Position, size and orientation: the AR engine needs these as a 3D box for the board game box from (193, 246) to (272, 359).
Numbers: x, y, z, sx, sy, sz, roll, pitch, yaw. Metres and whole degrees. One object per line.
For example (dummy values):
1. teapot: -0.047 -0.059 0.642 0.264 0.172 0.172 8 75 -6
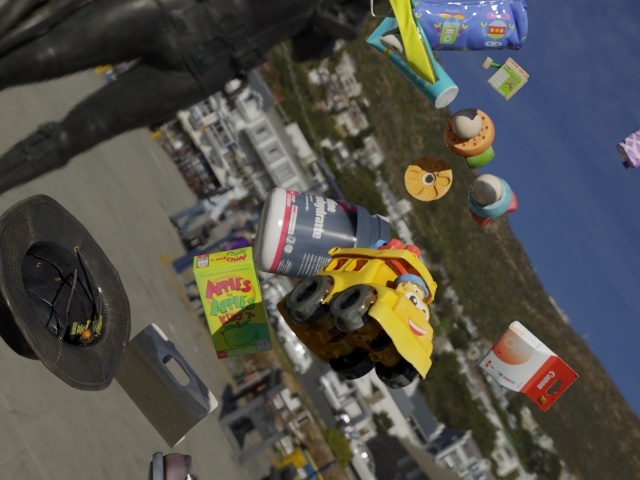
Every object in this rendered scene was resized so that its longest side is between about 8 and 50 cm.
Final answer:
1. board game box: -0.137 0.102 1.283 0.043 0.092 0.181 -99 179 -56

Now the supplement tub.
1. supplement tub: 0.000 0.000 1.785 0.191 0.272 0.191 -168 -90 -79

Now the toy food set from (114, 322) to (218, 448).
1. toy food set: -0.338 0.320 1.757 0.220 0.092 0.306 49 -32 6

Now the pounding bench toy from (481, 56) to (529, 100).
1. pounding bench toy: 0.340 -0.313 1.502 0.083 0.052 0.065 43 27 -2

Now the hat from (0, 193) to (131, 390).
1. hat: -0.445 0.096 1.284 0.331 0.133 0.332 -17 90 -74

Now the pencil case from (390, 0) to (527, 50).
1. pencil case: 0.298 -0.470 1.725 0.133 0.305 0.119 98 -16 -48

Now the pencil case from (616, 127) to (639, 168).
1. pencil case: 0.855 -0.263 2.037 0.086 0.206 0.088 64 13 23

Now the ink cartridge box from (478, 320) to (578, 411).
1. ink cartridge box: 0.461 0.290 1.804 0.179 0.045 0.145 44 -49 20

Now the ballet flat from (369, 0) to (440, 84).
1. ballet flat: 0.123 -0.347 1.261 0.077 0.077 0.231 -86 159 -65

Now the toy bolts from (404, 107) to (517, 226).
1. toy bolts: 0.283 -0.135 1.625 0.229 0.218 0.158 61 8 19

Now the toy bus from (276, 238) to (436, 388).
1. toy bus: 0.084 0.077 1.112 0.220 0.211 0.149 1 -46 53

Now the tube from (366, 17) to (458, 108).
1. tube: 0.169 -0.329 1.469 0.207 0.080 0.052 54 18 24

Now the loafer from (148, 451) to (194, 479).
1. loafer: -0.122 0.349 0.823 0.109 0.095 0.303 -124 -148 -71
